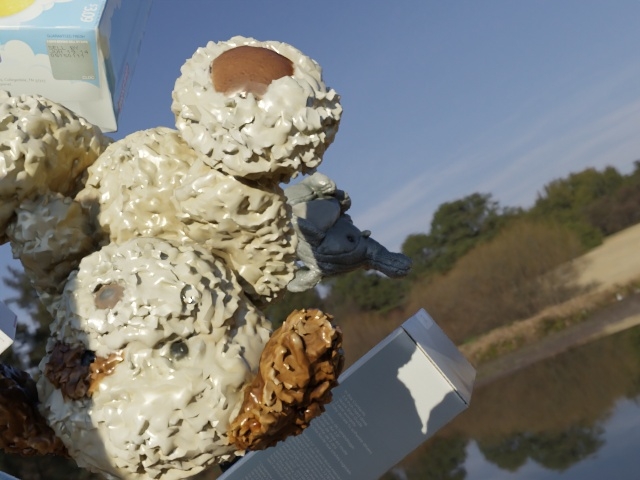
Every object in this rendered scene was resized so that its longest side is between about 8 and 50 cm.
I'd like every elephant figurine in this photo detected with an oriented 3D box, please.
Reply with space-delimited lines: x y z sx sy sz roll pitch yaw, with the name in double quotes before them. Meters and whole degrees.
"elephant figurine" 0.000 0.000 1.328 0.186 0.169 0.239 -40 25 8

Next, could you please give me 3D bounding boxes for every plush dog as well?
"plush dog" -0.098 0.034 0.522 0.263 0.225 0.210 -9 -33 11

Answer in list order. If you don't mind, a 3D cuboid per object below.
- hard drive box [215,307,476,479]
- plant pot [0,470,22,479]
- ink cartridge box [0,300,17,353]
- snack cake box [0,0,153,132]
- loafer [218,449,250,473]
"hard drive box" 0.028 0.175 0.811 0.232 0.089 0.181 -41 -8 9
"plant pot" -0.300 0.388 0.864 0.195 0.290 0.290 18 -20 -13
"ink cartridge box" -0.438 0.136 1.032 0.150 0.063 0.109 -43 20 -4
"snack cake box" -0.211 -0.195 0.660 0.152 0.264 0.089 0 -45 0
"loafer" -0.092 0.165 1.006 0.080 0.220 0.078 -4 3 26
